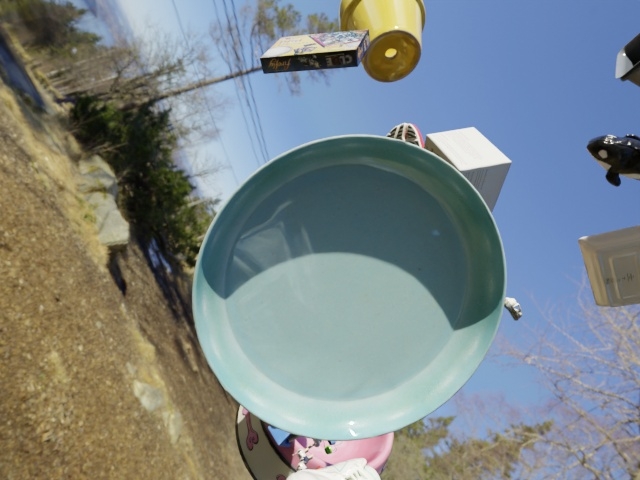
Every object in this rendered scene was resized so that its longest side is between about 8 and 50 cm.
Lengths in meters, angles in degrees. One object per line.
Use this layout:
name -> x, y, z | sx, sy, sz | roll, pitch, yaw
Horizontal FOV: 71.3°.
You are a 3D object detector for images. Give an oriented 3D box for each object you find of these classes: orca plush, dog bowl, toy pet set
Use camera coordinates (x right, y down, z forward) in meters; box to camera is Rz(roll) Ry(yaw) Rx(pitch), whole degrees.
orca plush -> 0.888, -0.205, 1.226 | 0.287, 0.151, 0.102 | 44, 1, 2
dog bowl -> 0.003, 0.456, 1.124 | 0.150, 0.408, 0.408 | -61, -137, 30
toy pet set -> -0.041, 0.373, 0.826 | 0.114, 0.065, 0.122 | 44, -45, 37

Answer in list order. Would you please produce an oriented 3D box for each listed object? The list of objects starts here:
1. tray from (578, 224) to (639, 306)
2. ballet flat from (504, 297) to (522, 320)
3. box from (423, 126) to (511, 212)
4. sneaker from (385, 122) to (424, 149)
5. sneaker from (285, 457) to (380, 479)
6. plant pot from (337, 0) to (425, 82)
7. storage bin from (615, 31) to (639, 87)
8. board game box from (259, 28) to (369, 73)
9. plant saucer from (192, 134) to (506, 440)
tray -> 0.654, 0.069, 0.952 | 0.270, 0.145, 0.030 | 49, 38, -37
ballet flat -> 0.543, 0.186, 1.270 | 0.114, 0.041, 0.041 | 43, 2, -29
box -> 0.212, -0.100, 0.677 | 0.102, 0.087, 0.101 | 91, -19, -44
sneaker -> 0.206, -0.123, 0.986 | 0.107, 0.118, 0.279 | 5, -64, 39
sneaker -> 0.015, 0.184, 0.327 | 0.054, 0.061, 0.152 | 57, -9, 25
plant pot -> 0.187, -0.596, 1.282 | 0.254, 0.254, 0.239 | 84, 1, -54
storage bin -> 0.651, -0.349, 0.865 | 0.091, 0.135, 0.098 | 34, -37, -3
board game box -> -0.009, -0.478, 1.124 | 0.165, 0.243, 0.042 | -67, 154, -46
plant saucer -> 0.033, 0.054, 0.460 | 0.044, 0.317, 0.317 | -125, -165, -75
